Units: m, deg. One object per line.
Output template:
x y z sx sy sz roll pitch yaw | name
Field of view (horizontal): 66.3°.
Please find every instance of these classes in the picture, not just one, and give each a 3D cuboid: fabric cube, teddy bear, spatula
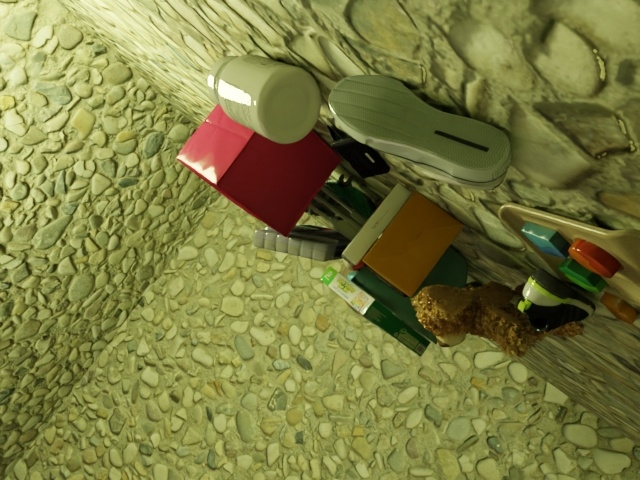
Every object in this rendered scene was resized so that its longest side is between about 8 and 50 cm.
-0.156 -0.208 1.247 0.254 0.259 0.258 40 174 -40 | fabric cube
0.355 0.158 0.993 0.337 0.113 0.245 -7 -153 -28 | teddy bear
0.038 -0.086 1.345 0.242 0.019 0.168 39 -145 12 | spatula

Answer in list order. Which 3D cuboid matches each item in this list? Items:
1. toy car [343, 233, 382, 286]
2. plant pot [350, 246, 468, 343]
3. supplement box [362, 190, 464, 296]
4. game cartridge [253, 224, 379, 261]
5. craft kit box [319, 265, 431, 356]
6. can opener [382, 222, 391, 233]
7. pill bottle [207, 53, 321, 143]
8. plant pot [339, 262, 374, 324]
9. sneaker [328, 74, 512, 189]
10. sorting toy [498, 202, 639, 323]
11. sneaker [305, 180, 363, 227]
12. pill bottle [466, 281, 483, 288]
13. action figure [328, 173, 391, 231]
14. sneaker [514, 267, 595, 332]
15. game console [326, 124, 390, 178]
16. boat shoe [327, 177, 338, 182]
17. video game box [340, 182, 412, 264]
0.208 0.026 1.701 0.237 0.219 0.210 -7 -171 22 | toy car
0.272 0.108 1.378 0.293 0.235 0.293 37 177 2 | plant pot
0.203 0.017 1.122 0.129 0.191 0.194 37 178 9 | supplement box
0.000 0.000 1.384 0.230 0.068 0.355 16 -170 27 | game cartridge
0.146 0.191 1.339 0.250 0.061 0.246 39 175 -32 | craft kit box
0.217 -0.034 1.544 0.073 0.059 0.186 38 177 -39 | can opener
-0.113 -0.270 0.902 0.229 0.131 0.131 35 177 44 | pill bottle
0.246 0.210 2.028 0.323 0.323 0.280 37 -168 -13 | plant pot
0.120 -0.131 0.635 0.258 0.094 0.091 35 173 27 | sneaker
0.415 0.062 0.705 0.307 0.041 0.229 38 178 -22 | sorting toy
0.019 -0.133 1.489 0.283 0.122 0.110 28 157 -17 | sneaker
0.435 0.207 1.559 0.122 0.123 0.219 37 151 -3 | pill bottle
0.135 -0.100 1.416 0.232 0.063 0.137 43 173 -32 | action figure
0.406 0.117 0.872 0.234 0.097 0.084 23 -164 -43 | sneaker
0.079 -0.194 1.028 0.107 0.071 0.122 -8 146 41 | game console
0.059 -0.143 1.630 0.070 0.078 0.219 35 169 35 | boat shoe
0.126 -0.031 1.163 0.048 0.205 0.187 38 177 1 | video game box
